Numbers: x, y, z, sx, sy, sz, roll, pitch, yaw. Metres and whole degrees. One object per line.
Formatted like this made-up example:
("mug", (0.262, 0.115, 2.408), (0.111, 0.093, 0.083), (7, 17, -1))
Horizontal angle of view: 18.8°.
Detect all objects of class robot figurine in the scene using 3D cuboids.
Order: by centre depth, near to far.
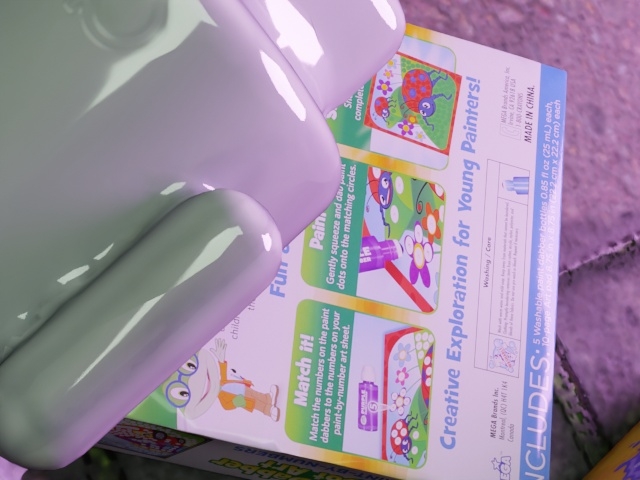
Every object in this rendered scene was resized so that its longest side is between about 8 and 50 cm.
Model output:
("robot figurine", (-0.134, -0.022, 0.786), (0.353, 0.300, 0.200), (-44, 129, -7))

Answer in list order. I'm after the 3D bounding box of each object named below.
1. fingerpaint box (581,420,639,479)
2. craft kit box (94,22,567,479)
("fingerpaint box", (0.200, 0.300, 0.866), (0.445, 0.163, 0.371), (-40, 90, -32))
("craft kit box", (0.000, 0.000, 0.959), (0.247, 0.061, 0.250), (17, 64, -21))
